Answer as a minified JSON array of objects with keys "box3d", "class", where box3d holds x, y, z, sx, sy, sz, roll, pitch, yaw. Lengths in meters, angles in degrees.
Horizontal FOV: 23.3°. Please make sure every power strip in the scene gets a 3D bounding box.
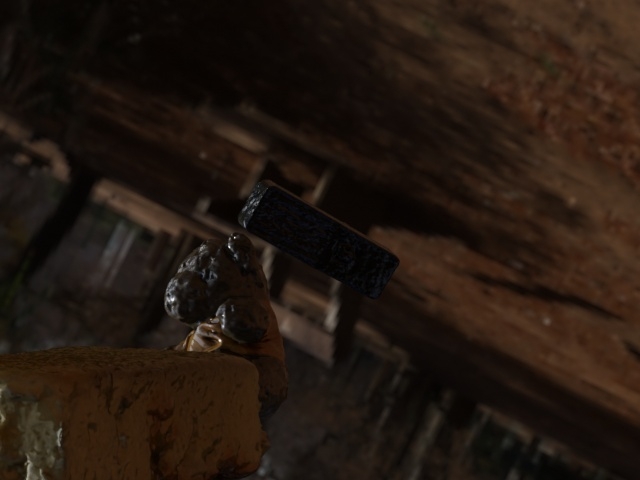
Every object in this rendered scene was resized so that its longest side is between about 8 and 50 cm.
[{"box3d":[0.000,0.000,1.045,0.111,0.038,0.029,28,-175,-17],"class":"power strip"}]

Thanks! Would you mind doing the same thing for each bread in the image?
[{"box3d":[-0.173,0.130,1.055,0.184,0.114,0.274,1,-179,23],"class":"bread"}]

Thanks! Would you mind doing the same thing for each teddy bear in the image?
[{"box3d":[-0.095,0.090,1.498,0.140,0.190,0.177,6,159,-33],"class":"teddy bear"}]
